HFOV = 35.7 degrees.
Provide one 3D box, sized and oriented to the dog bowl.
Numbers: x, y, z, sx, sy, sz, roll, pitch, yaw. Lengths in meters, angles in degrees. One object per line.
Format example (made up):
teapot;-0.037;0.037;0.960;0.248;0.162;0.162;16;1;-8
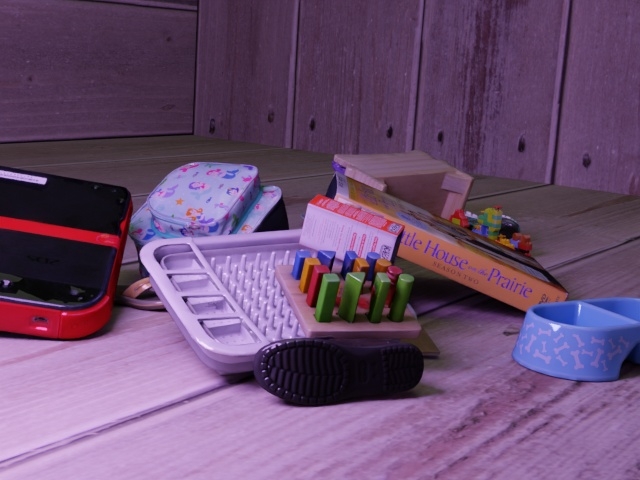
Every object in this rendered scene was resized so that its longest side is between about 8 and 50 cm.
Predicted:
dog bowl;0.418;0.138;1.448;0.297;0.074;0.166;-3;13;-29

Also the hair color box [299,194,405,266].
hair color box;0.045;-0.008;1.454;0.141;0.072;0.043;21;29;14

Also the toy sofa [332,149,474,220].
toy sofa;0.178;-0.108;2.343;0.362;0.150;0.177;-9;32;-46

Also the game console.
game console;-0.488;-0.001;1.472;0.386;0.060;0.342;10;34;-9

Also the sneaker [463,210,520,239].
sneaker;0.387;-0.023;2.347;0.166;0.065;0.076;5;27;25

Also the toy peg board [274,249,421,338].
toy peg board;0.041;0.054;1.328;0.161;0.079;0.161;2;30;-22

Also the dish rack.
dish rack;-0.063;0.086;1.381;0.332;0.072;0.285;-6;32;-30

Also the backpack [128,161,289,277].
backpack;-0.208;-0.023;1.740;0.253;0.191;0.225;2;37;28

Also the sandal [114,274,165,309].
sandal;-0.286;0.077;1.583;0.180;0.049;0.072;7;11;16

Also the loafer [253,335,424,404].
loafer;0.017;0.159;1.230;0.219;0.080;0.078;5;0;-21

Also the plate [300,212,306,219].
plate;0.044;-0.045;2.396;0.188;0.024;0.188;4;11;-1

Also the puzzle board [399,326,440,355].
puzzle board;0.115;0.148;1.456;0.096;0.011;0.128;1;11;-6

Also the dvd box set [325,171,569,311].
dvd box set;0.206;0.003;1.748;0.420;0.062;0.307;24;10;-3

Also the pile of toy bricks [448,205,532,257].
pile of toy bricks;0.381;-0.028;2.203;0.118;0.105;0.212;-2;12;-28
